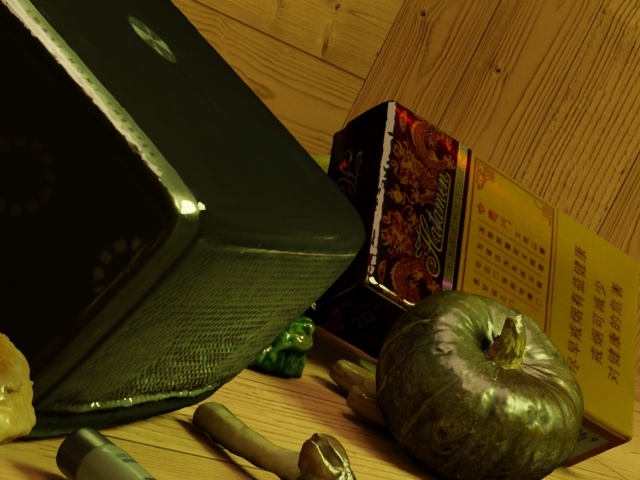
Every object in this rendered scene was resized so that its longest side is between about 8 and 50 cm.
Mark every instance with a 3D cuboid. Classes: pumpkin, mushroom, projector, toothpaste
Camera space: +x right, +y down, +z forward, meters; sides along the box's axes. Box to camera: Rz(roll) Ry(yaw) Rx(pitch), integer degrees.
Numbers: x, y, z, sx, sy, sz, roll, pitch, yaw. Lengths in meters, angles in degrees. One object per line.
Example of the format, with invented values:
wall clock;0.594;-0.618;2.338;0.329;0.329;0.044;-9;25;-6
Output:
pumpkin;0.161;0.137;1.914;0.219;0.162;0.219;24;30;-15
mushroom;-0.042;0.160;1.553;0.060;0.061;0.187;12;10;-46
projector;-0.205;-0.067;1.474;0.395;0.242;0.405;47;13;13
toothpaste;-0.083;0.189;1.213;0.239;0.039;0.062;34;3;39

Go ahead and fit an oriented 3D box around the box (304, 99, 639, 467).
box;0.181;0.051;2.235;0.415;0.264;0.116;30;-39;-27

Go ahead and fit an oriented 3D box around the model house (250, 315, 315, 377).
model house;-0.071;0.017;2.016;0.195;0.189;0.214;21;7;-25

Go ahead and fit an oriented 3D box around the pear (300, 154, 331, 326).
pear;0.000;0.000;2.343;0.212;0.212;0.269;25;20;-15

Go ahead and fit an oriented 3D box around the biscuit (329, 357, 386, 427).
biscuit;0.079;0.172;2.058;0.153;0.030;0.234;30;5;-12

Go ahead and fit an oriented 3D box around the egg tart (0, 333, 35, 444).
egg tart;-0.299;0.059;1.017;0.315;0.120;0.315;26;8;-4
